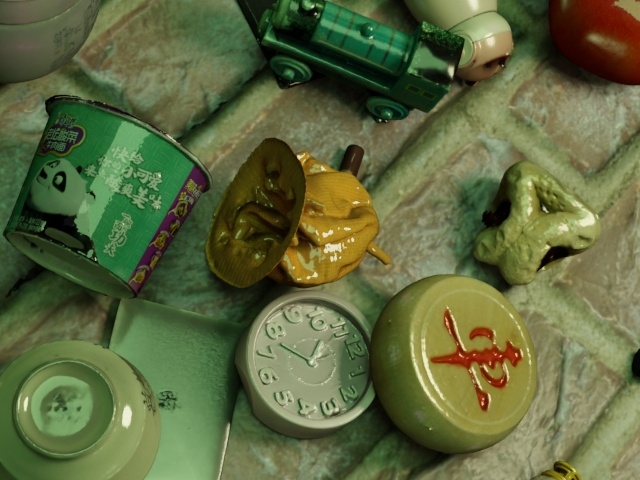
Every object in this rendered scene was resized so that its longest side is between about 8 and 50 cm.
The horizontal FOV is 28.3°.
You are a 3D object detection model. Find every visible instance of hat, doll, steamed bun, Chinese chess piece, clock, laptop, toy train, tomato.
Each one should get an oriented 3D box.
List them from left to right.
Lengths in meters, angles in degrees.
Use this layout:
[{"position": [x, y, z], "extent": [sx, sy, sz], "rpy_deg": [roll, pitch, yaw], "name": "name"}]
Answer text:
[{"position": [-0.208, 0.218, 1.717], "extent": [0.187, 0.015, 0.269], "rpy_deg": [14, 66, -9], "name": "laptop"}, {"position": [-0.042, -0.338, 1.983], "extent": [0.135, 0.016, 0.197], "rpy_deg": [-23, 76, -20], "name": "laptop"}, {"position": [-0.016, 0.170, 1.751], "extent": [0.197, 0.068, 0.197], "rpy_deg": [7, 68, -16], "name": "clock"}, {"position": [0.000, 0.000, 1.781], "extent": [0.233, 0.244, 0.233], "rpy_deg": [21, 44, -29], "name": "hat"}, {"position": [0.055, -0.282, 1.877], "extent": [0.298, 0.194, 0.120], "rpy_deg": [21, 73, -8], "name": "toy train"}, {"position": [0.187, 0.169, 1.757], "extent": [0.250, 0.097, 0.251], "rpy_deg": [13, 64, -30], "name": "Chinese chess piece"}, {"position": [0.306, -0.011, 1.886], "extent": [0.172, 0.141, 0.155], "rpy_deg": [42, 78, 7], "name": "steamed bun"}, {"position": [0.313, 0.372, 1.763], "extent": [0.127, 0.073, 0.084], "rpy_deg": [-42, 115, -27], "name": "doll"}, {"position": [0.490, -0.384, 2.022], "extent": [0.298, 0.226, 0.299], "rpy_deg": [3, 75, -11], "name": "tomato"}]

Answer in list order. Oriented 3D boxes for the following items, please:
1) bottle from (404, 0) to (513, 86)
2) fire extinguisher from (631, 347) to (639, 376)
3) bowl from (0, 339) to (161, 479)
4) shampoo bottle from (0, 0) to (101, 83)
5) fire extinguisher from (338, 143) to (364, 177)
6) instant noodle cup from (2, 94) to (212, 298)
[{"position": [0.220, -0.359, 1.994], "extent": [0.147, 0.147, 0.236], "rpy_deg": [-22, 83, -21], "name": "bottle"}, {"position": [0.558, 0.205, 1.903], "extent": [0.177, 0.050, 0.062], "rpy_deg": [19, 27, -8], "name": "fire extinguisher"}, {"position": [-0.320, 0.228, 1.613], "extent": [0.237, 0.126, 0.238], "rpy_deg": [3, 68, -7], "name": "bowl"}, {"position": [-0.438, -0.371, 1.757], "extent": [0.273, 0.266, 0.273], "rpy_deg": [5, 66, -13], "name": "shampoo bottle"}, {"position": [0.021, -0.069, 1.882], "extent": [0.049, 0.035, 0.173], "rpy_deg": [23, 62, -8], "name": "fire extinguisher"}, {"position": [-0.294, -0.047, 1.690], "extent": [0.251, 0.251, 0.190], "rpy_deg": [25, 74, -3], "name": "instant noodle cup"}]
